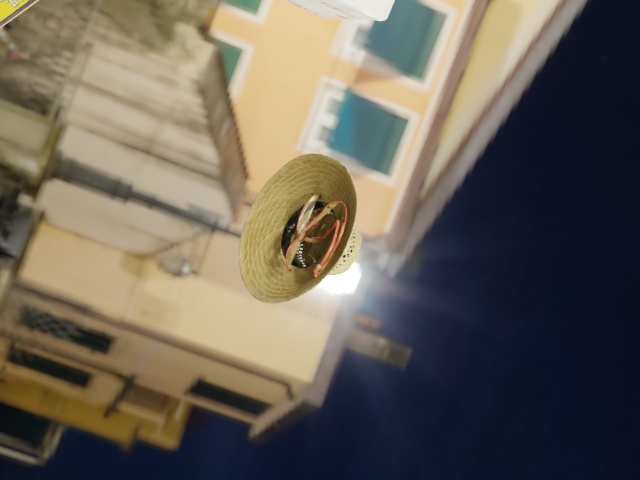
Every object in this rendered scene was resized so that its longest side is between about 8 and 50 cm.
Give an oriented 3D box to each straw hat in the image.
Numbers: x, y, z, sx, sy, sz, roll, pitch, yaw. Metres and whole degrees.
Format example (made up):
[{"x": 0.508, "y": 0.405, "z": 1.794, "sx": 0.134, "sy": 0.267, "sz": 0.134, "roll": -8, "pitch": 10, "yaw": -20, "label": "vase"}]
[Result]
[{"x": 0.000, "y": 0.000, "z": 1.149, "sx": 0.144, "sy": 0.061, "sz": 0.144, "roll": -26, "pitch": -128, "yaw": 39, "label": "straw hat"}]

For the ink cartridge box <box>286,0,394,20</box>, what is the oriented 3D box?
[{"x": -0.002, "y": -0.206, "z": 0.905, "sx": 0.090, "sy": 0.092, "sz": 0.143, "roll": -67, "pitch": -159, "yaw": 2, "label": "ink cartridge box"}]

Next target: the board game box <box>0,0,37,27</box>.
[{"x": -0.173, "y": -0.205, "z": 0.728, "sx": 0.170, "sy": 0.141, "sz": 0.048, "roll": -20, "pitch": -147, "yaw": 44, "label": "board game box"}]
